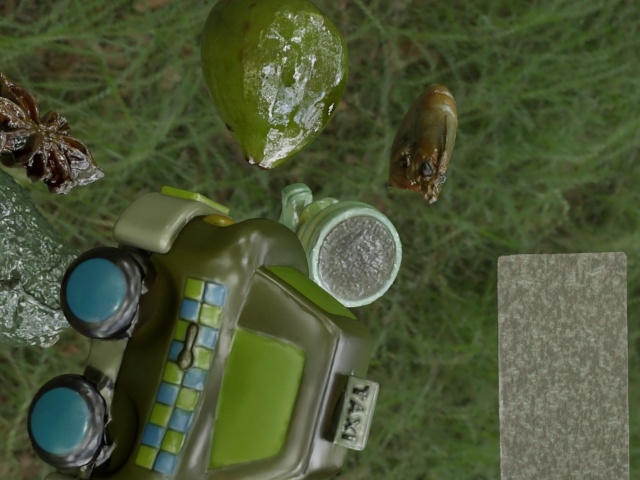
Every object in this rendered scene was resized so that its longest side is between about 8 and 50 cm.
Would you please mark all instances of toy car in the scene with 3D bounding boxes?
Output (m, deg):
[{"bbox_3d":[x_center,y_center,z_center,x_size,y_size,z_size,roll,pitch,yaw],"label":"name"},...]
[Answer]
[{"bbox_3d":[-0.060,0.103,0.826,0.204,0.198,0.248,29,76,-71],"label":"toy car"}]

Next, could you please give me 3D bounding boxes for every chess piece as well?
[{"bbox_3d":[0.000,0.000,2.034,0.175,0.298,0.176,-5,102,-23],"label":"chess piece"}]

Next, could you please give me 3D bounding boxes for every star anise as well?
[{"bbox_3d":[-0.447,-0.156,1.845,0.099,0.220,0.214,-42,178,14],"label":"star anise"}]

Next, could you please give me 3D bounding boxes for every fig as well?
[{"bbox_3d":[-0.067,-0.207,1.574,0.203,0.203,0.225,18,87,-55],"label":"fig"}]

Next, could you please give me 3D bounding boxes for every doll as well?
[{"bbox_3d":[-0.479,0.014,1.691,0.247,0.349,0.247,-57,-178,4],"label":"doll"}]

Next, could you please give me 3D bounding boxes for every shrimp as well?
[{"bbox_3d":[0.133,-0.115,1.678,0.152,0.063,0.287,-49,-163,31],"label":"shrimp"}]

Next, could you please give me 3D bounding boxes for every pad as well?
[{"bbox_3d":[0.209,0.128,1.030,0.158,0.003,0.235,-1,90,-35],"label":"pad"}]
